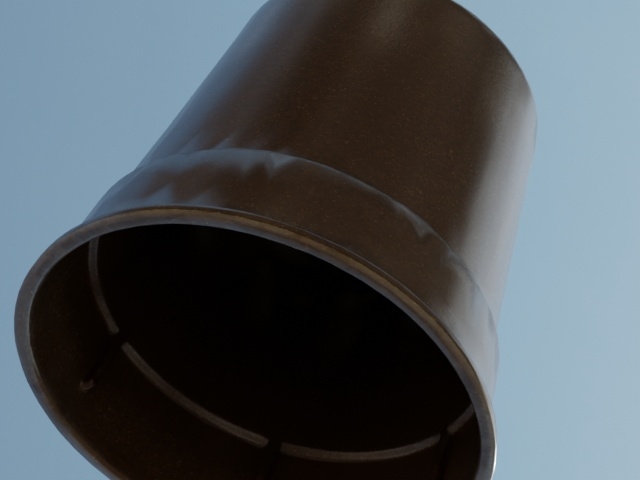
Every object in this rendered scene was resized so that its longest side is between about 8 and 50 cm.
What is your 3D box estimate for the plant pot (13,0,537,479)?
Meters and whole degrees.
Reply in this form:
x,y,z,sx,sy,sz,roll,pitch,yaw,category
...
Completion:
x,y,z,sx,sy,sz,roll,pitch,yaw,category
0.000,0.000,0.597,0.167,0.167,0.165,32,-134,-8,plant pot
